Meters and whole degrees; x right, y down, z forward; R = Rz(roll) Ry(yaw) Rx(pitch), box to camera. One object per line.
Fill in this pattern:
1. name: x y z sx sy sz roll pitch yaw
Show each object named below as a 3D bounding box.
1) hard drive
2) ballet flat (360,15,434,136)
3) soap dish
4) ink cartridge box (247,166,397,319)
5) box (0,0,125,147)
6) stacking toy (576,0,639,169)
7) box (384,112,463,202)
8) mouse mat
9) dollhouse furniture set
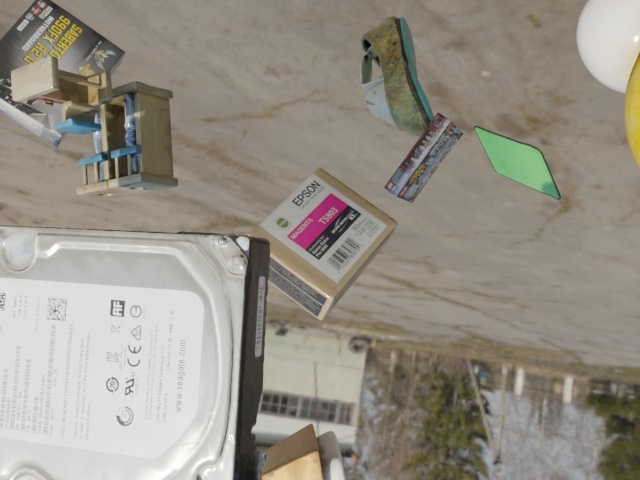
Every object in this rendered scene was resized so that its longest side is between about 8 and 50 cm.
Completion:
1. hard drive: -0.217 0.105 0.590 0.339 0.237 0.064 3 178 15
2. ballet flat: 0.130 -0.285 1.232 0.123 0.348 0.123 -2 136 -2
3. soap dish: -0.011 0.430 0.978 0.118 0.291 0.229 -9 175 -3
4. ink cartridge box: 0.000 0.000 1.254 0.193 0.234 0.088 36 144 9
5. box: -0.503 -0.315 1.257 0.183 0.231 0.056 34 151 -15
6. stacking toy: 0.361 -0.095 0.536 0.350 0.350 0.480 15 -153 -32
7. box: 0.159 -0.123 1.036 0.027 0.137 0.094 40 -167 20
8. mouse mat: 0.401 -0.160 1.386 0.190 0.007 0.152 35 168 50
9. dollhouse furniture set: -0.292 -0.130 0.842 0.129 0.129 0.184 -7 175 32
